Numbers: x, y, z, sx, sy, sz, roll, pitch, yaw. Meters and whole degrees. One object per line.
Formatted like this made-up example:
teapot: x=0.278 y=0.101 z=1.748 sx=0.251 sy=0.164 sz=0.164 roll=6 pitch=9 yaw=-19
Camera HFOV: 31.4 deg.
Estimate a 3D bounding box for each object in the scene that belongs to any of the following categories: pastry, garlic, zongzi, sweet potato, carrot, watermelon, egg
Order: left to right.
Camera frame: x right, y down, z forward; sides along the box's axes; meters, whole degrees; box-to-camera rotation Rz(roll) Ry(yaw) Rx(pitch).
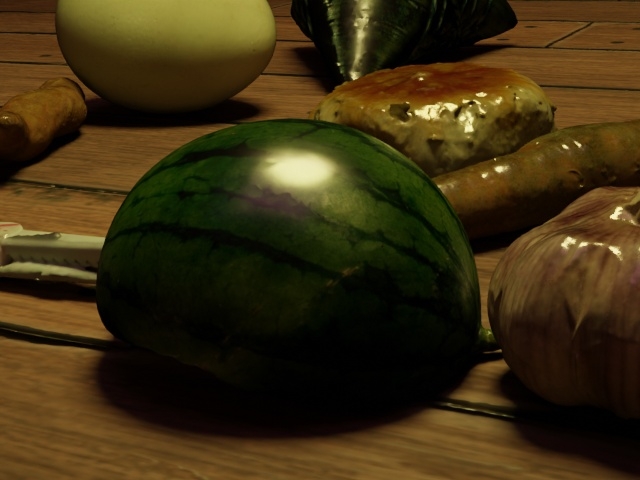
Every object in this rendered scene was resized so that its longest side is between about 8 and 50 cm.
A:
sweet potato: x=-0.278 y=-0.114 z=1.098 sx=0.067 sy=0.059 sz=0.281 roll=-13 pitch=16 yaw=8
egg: x=-0.167 y=-0.230 z=1.233 sx=0.253 sy=0.189 sz=0.188 roll=12 pitch=23 yaw=25
watermelon: x=-0.008 y=-0.001 z=0.614 sx=0.232 sy=0.127 sz=0.204 roll=11 pitch=18 yaw=21
zongzi: x=0.069 y=-0.283 z=1.417 sx=0.319 sy=0.362 sz=0.383 roll=0 pitch=-20 yaw=14
pastry: x=0.087 y=-0.091 z=0.922 sx=0.182 sy=0.093 sz=0.192 roll=-19 pitch=24 yaw=-33
carrot: x=0.145 y=-0.038 z=0.803 sx=0.342 sy=0.070 sz=0.070 roll=-13 pitch=21 yaw=-22
garlic: x=0.158 y=0.025 z=0.542 sx=0.159 sy=0.102 sz=0.147 roll=4 pitch=22 yaw=17

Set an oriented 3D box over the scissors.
scissors: x=-0.227 y=0.006 z=0.772 sx=0.242 sy=0.031 sz=0.118 roll=3 pitch=19 yaw=29
